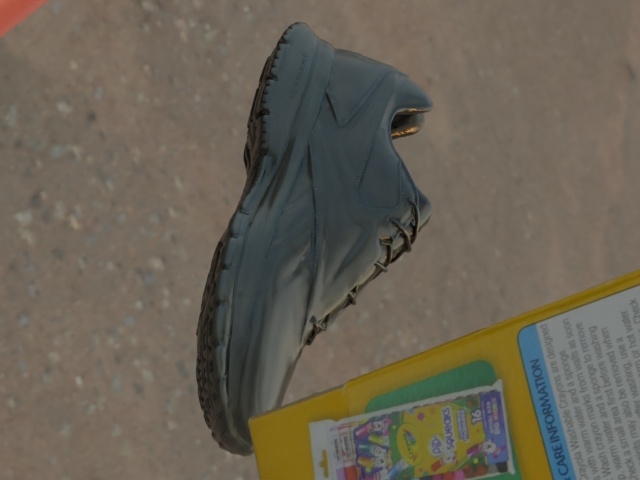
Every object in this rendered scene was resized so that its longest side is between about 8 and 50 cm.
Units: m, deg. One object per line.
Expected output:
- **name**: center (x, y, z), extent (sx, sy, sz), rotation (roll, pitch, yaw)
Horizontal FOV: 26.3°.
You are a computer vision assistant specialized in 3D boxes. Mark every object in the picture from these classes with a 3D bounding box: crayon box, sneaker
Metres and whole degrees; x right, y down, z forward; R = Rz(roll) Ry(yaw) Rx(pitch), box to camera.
- **crayon box**: center (0.137, 0.123, 0.567), extent (0.083, 0.323, 0.203), rotation (21, 52, -55)
- **sneaker**: center (0.000, 0.000, 0.863), extent (0.109, 0.130, 0.286), rotation (124, -18, -71)

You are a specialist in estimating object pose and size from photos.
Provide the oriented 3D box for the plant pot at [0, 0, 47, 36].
- **plant pot**: center (-0.300, -0.264, 1.044), extent (0.275, 0.243, 0.275), rotation (37, -10, 7)
